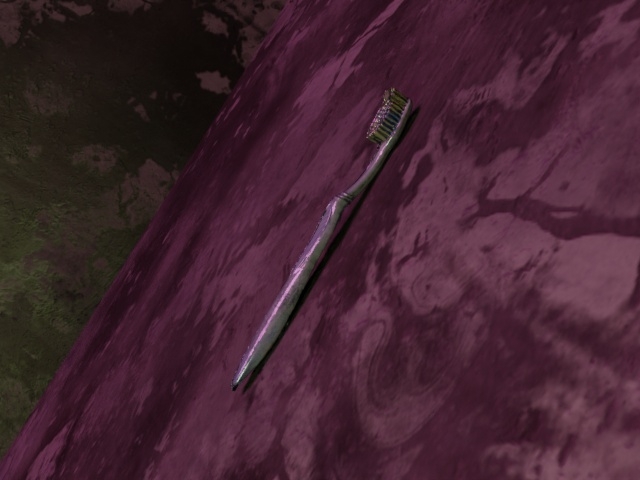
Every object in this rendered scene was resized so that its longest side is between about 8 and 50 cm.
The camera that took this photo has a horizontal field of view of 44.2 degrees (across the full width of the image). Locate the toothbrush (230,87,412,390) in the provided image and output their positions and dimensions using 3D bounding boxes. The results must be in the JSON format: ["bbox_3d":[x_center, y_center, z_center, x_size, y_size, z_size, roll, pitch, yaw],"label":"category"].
[{"bbox_3d":[0.000,0.000,0.949,0.413,0.042,0.035,-61,18,-4],"label":"toothbrush"}]
